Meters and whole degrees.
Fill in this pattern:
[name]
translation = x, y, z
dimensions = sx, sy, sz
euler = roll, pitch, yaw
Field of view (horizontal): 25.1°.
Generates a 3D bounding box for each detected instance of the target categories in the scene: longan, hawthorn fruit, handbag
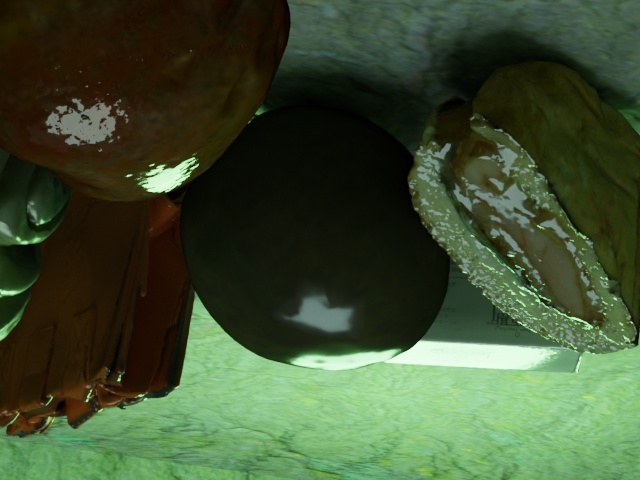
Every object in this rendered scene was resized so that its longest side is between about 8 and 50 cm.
[longan]
translation = -0.001, 0.004, 1.528
dimensions = 0.297, 0.297, 0.297
euler = 5, 159, 2
[hawthorn fruit]
translation = -0.139, -0.184, 1.148
dimensions = 0.298, 0.277, 0.277
euler = -23, 154, 9
[handbag]
translation = -0.300, 0.084, 1.801
dimensions = 0.116, 0.303, 0.410
euler = 22, 153, -33

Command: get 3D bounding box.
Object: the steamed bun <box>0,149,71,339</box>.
[steamed bun]
translation = -0.362, -0.057, 1.434
dimensions = 0.237, 0.346, 0.394
euler = -8, 135, -4

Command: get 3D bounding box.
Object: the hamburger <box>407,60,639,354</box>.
[hamburger]
translation = 0.234, -0.055, 1.466
dimensions = 0.162, 0.209, 0.330
euler = -16, 125, 43

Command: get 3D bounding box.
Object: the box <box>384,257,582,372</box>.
[box]
translation = 0.176, 0.040, 1.711
dimensions = 0.274, 0.203, 0.116
euler = 2, 160, 6
